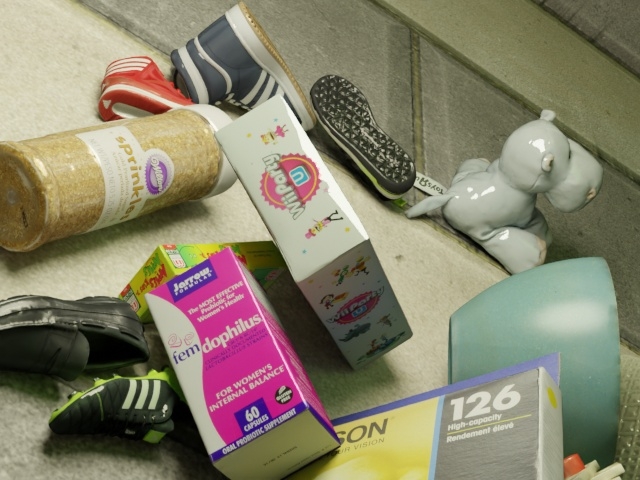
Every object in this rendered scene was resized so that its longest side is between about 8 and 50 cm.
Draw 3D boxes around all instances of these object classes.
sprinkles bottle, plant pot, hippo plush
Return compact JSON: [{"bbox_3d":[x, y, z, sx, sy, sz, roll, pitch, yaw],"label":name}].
[{"bbox_3d":[-0.236,-0.080,1.323,0.121,0.121,0.355,49,32,12],"label":"sprinkles bottle"},{"bbox_3d":[0.265,0.164,1.474,0.196,0.290,0.290,1,36,4],"label":"plant pot"},{"bbox_3d":[0.323,-0.111,1.871,0.294,0.236,0.234,30,33,-19],"label":"hippo plush"}]

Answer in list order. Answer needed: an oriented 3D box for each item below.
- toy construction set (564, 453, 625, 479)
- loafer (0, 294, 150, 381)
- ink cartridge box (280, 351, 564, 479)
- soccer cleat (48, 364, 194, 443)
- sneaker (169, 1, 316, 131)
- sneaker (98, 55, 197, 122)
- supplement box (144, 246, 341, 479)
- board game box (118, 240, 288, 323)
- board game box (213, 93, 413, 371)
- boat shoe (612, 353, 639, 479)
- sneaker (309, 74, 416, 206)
[{"bbox_3d":[0.337,0.399,1.313,0.215,0.151,0.327,-14,86,-50],"label":"toy construction set"},{"bbox_3d":[-0.258,0.099,1.117,0.223,0.076,0.078,0,42,-53],"label":"loafer"},{"bbox_3d":[0.091,0.228,1.140,0.072,0.304,0.307,58,25,-26],"label":"ink cartridge box"},{"bbox_3d":[-0.189,0.170,1.125,0.179,0.060,0.072,-8,58,-55],"label":"soccer cleat"},{"bbox_3d":[-0.118,-0.222,1.673,0.099,0.153,0.282,61,6,33],"label":"sneaker"},{"bbox_3d":[-0.191,-0.188,1.541,0.221,0.087,0.128,24,36,-29],"label":"sneaker"},{"bbox_3d":[-0.084,0.134,1.188,0.220,0.111,0.114,61,2,36],"label":"supplement box"},{"bbox_3d":[-0.132,0.047,1.307,0.181,0.092,0.043,-3,53,-50],"label":"board game box"},{"bbox_3d":[0.000,0.000,1.364,0.224,0.098,0.303,60,1,28],"label":"board game box"},{"bbox_3d":[0.481,0.336,1.531,0.156,0.187,0.500,54,3,-33],"label":"boat shoe"},{"bbox_3d":[0.056,-0.148,1.775,0.084,0.097,0.234,-32,79,-20],"label":"sneaker"}]
